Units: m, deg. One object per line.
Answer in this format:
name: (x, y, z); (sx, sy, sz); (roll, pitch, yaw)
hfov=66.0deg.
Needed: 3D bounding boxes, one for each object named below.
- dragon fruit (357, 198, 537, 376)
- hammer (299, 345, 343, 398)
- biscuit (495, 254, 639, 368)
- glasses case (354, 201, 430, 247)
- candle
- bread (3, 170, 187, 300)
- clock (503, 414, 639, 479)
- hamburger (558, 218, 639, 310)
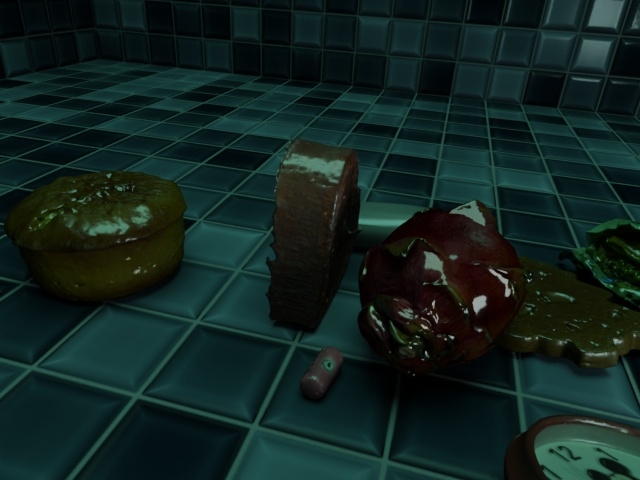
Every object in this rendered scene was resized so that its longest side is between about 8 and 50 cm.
dragon fruit: (0.179, 0.064, 0.722); (0.314, 0.251, 0.250); (-20, 36, -24)
hammer: (0.003, 0.182, 0.684); (0.043, 0.043, 0.083); (16, 32, 22)
biscuit: (0.405, 0.113, 0.853); (0.277, 0.043, 0.302); (1, 27, 0)
glasses case: (0.110, -0.034, 1.054); (0.307, 0.083, 0.128); (4, 23, 2)
candle: (0.000, 0.000, 0.817); (0.131, 0.317, 0.288); (13, 71, 11)
bread: (-0.390, -0.019, 0.887); (0.311, 0.173, 0.312); (-1, 26, 0)
clock: (0.331, 0.279, 0.457); (0.318, 0.081, 0.318); (12, 12, -3)
hamburger: (0.632, 0.020, 0.940); (0.275, 0.151, 0.260); (-16, 32, -30)
